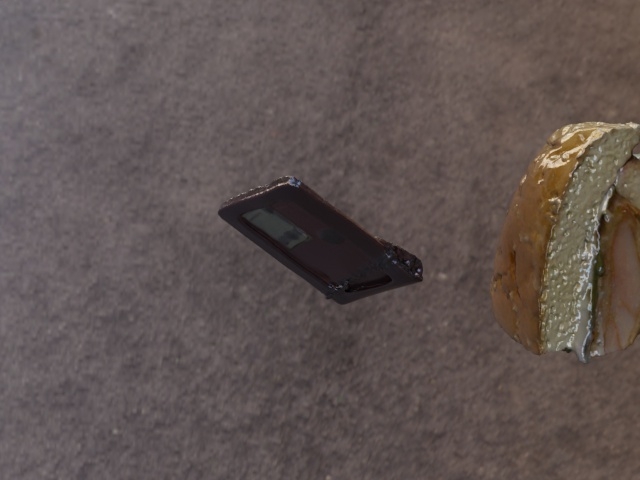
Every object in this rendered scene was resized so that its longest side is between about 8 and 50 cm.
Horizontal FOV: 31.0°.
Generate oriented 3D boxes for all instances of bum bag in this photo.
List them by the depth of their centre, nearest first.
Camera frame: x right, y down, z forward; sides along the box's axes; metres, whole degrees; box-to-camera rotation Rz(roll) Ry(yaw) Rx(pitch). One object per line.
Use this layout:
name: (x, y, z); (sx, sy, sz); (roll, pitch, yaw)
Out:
bum bag: (0.000, 0.000, 0.970); (0.159, 0.109, 0.026); (37, 56, -28)

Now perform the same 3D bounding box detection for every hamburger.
hamburger: (0.212, -0.009, 1.034); (0.135, 0.207, 0.155); (-19, 28, -23)

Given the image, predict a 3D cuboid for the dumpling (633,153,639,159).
dumpling: (0.401, -0.040, 1.500); (0.105, 0.217, 0.149); (32, 87, -19)

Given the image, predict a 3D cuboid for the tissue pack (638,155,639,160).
tissue pack: (0.526, -0.042, 1.269); (0.333, 0.236, 0.229); (43, 72, 12)
